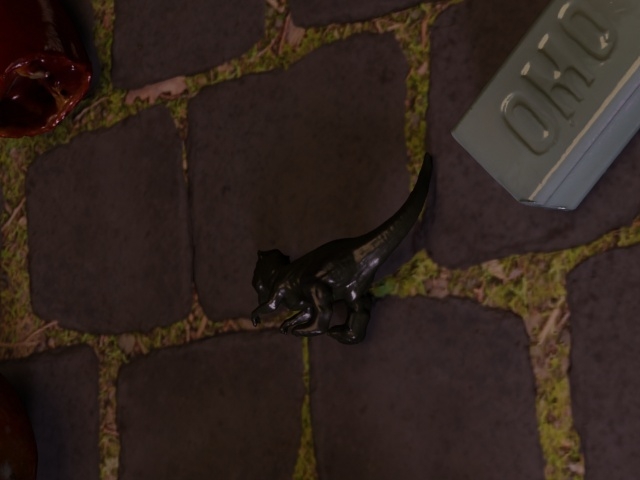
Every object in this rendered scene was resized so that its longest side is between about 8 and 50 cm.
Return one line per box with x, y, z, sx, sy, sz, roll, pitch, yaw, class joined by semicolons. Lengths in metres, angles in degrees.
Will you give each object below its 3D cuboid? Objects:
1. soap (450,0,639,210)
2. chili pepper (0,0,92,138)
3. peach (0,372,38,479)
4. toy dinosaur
0.213;-0.128;1.575;0.198;0.066;0.119;-53;53;16;soap
-0.362;-0.262;1.998;0.338;0.131;0.134;54;138;28;chili pepper
-0.380;0.237;1.851;0.257;0.232;0.232;42;106;26;peach
0.000;0.000;1.695;0.187;0.087;0.179;4;84;36;toy dinosaur
